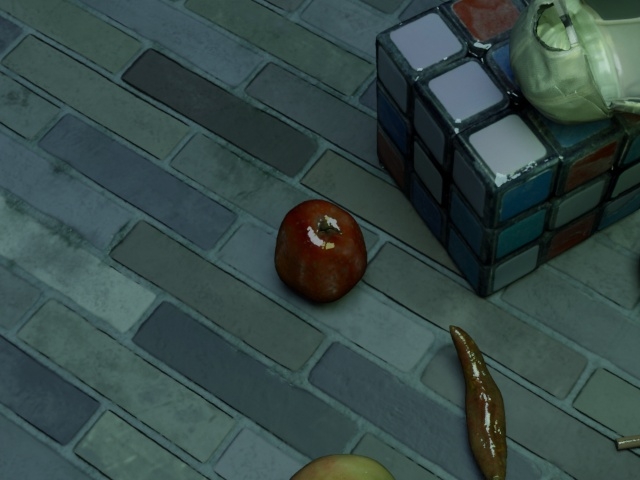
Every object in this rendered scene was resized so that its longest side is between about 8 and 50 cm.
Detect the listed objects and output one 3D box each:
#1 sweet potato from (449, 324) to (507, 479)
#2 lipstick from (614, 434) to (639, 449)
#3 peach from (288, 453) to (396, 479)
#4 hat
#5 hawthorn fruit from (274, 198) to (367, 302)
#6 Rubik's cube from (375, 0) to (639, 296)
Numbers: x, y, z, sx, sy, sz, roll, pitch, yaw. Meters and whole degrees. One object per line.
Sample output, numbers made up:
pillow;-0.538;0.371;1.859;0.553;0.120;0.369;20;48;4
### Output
sweet potato;0.245;0.253;1.917;0.058;0.078;0.255;-26;63;33
lipstick;0.495;0.302;1.910;0.094;0.019;0.019;-8;59;-3
peach;0.026;0.390;1.782;0.184;0.184;0.184;-1;59;1
hat;0.389;-0.254;1.774;0.275;0.161;0.232;0;72;-27
hawthorn fruit;0.000;0.000;1.994;0.163;0.203;0.162;1;57;-2
Rubik's cube;0.314;-0.180;2.007;0.359;0.363;0.362;-26;66;-9
